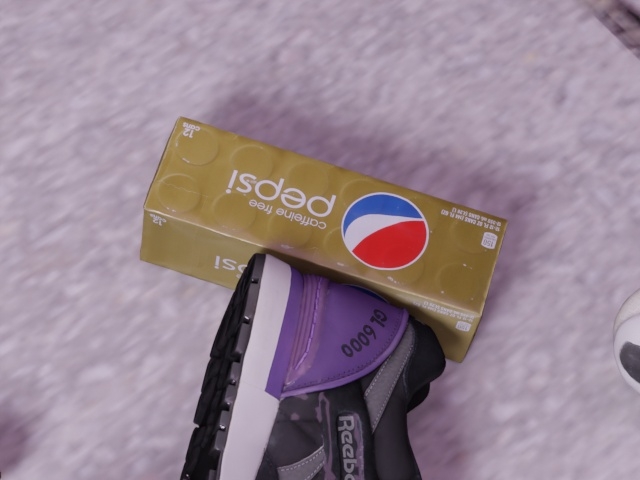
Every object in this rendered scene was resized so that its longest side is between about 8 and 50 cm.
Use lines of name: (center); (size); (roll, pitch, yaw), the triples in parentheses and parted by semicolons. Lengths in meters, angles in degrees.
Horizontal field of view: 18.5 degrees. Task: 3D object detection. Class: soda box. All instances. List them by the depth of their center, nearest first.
soda box: (0.000, 0.000, 1.019); (0.181, 0.058, 0.061); (17, 61, 3)

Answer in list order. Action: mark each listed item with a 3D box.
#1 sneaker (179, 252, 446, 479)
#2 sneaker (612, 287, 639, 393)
sneaker: (-0.006, 0.146, 0.916); (0.124, 0.107, 0.283); (18, 64, -9)
sneaker: (0.265, 0.005, 1.034); (0.292, 0.110, 0.118); (-17, 57, -25)
